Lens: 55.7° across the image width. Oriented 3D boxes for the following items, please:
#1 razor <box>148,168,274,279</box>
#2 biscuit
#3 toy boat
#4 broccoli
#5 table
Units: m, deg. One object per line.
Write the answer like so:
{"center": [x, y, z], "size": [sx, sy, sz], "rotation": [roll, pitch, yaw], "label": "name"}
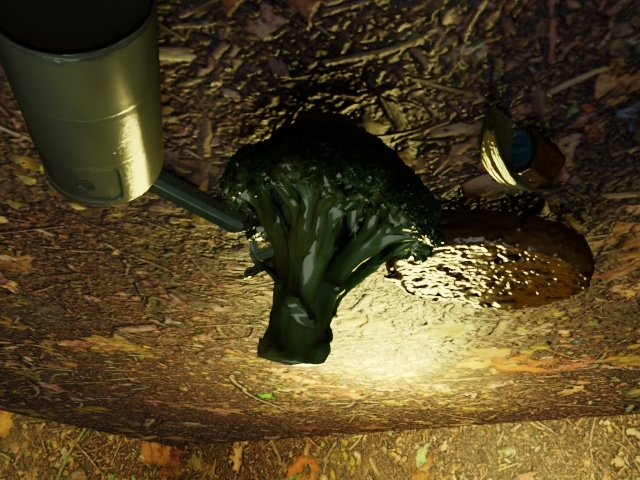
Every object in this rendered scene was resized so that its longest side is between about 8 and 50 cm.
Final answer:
{"center": [-0.146, -0.037, 0.826], "size": [0.111, 0.056, 0.278], "rotation": [-20, 138, 35], "label": "razor"}
{"center": [0.239, 0.028, 0.878], "size": [0.296, 0.075, 0.296], "rotation": [5, 157, 2], "label": "biscuit"}
{"center": [0.216, -0.095, 0.652], "size": [0.066, 0.065, 0.172], "rotation": [-6, 160, 45], "label": "toy boat"}
{"center": [0.000, 0.000, 0.640], "size": [0.254, 0.269, 0.269], "rotation": [8, 156, 23], "label": "broccoli"}
{"center": [-0.207, -0.137, 0.544], "size": [0.126, 0.126, 0.220], "rotation": [7, 153, -8], "label": "table"}
